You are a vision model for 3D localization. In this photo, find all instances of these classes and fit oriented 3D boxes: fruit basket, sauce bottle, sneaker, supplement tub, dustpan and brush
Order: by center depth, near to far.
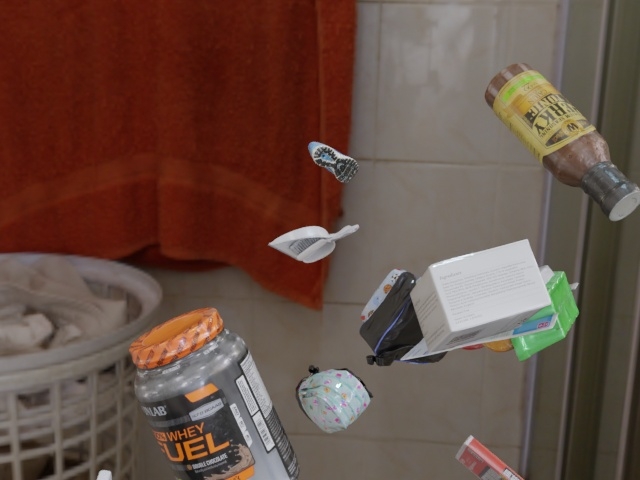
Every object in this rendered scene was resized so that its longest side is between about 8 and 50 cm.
[{"bbox_3d":[-0.187,0.301,1.456,0.207,0.338,0.207,-23,10,4],"label":"supplement tub"},{"bbox_3d":[0.427,-0.176,1.475,0.111,0.111,0.344,-9,49,-35],"label":"sauce bottle"},{"bbox_3d":[0.386,0.172,1.903,0.353,0.165,0.327,-12,7,29],"label":"fruit basket"},{"bbox_3d":[0.000,0.000,2.012,0.211,0.060,0.147,-33,-35,21],"label":"dustpan and brush"},{"bbox_3d":[0.031,-0.202,2.071,0.162,0.063,0.073,34,10,-42],"label":"sneaker"}]

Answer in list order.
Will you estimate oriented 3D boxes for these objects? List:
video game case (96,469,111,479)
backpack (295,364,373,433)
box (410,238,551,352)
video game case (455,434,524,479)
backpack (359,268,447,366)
[{"bbox_3d":[-0.348,0.488,1.302,0.022,0.190,0.173,4,28,0],"label":"video game case"},{"bbox_3d":[0.031,0.346,1.813,0.115,0.152,0.182,-51,9,-29],"label":"backpack"},{"bbox_3d":[0.266,0.098,1.429,0.182,0.119,0.181,-15,-16,-9],"label":"box"},{"bbox_3d":[0.392,0.501,1.656,0.285,0.025,0.204,39,-15,17],"label":"video game case"},{"bbox_3d":[0.261,0.220,2.323,0.263,0.276,0.213,24,22,-34],"label":"backpack"}]
